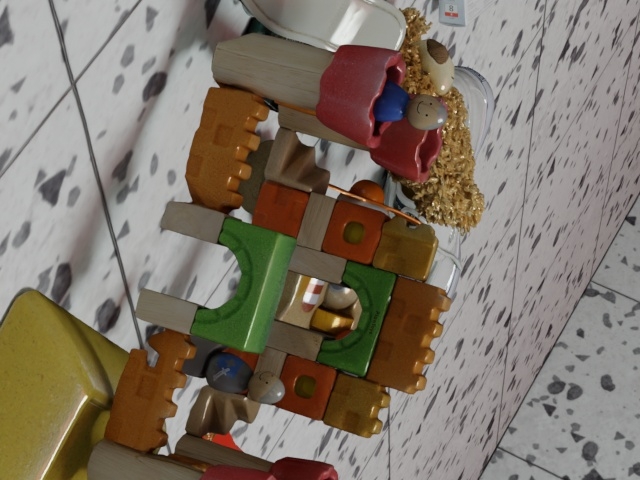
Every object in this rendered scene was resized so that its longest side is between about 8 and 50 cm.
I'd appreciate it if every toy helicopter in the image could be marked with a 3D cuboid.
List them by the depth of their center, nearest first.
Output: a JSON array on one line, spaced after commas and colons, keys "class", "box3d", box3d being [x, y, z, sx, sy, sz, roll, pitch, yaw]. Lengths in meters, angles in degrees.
[{"class": "toy helicopter", "box3d": [0.000, 0.000, 1.862, 0.235, 0.140, 0.355, -52, 147, -18]}]

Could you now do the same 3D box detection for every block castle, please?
[{"class": "block castle", "box3d": [-0.014, 0.058, 1.549, 0.303, 0.212, 0.453, 24, 83, -75]}]

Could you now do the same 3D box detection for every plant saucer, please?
[{"class": "plant saucer", "box3d": [-0.252, 0.238, 1.514, 0.333, 0.081, 0.333, -62, 163, -8]}]

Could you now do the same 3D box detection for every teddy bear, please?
[{"class": "teddy bear", "box3d": [0.121, -0.135, 1.893, 0.338, 0.113, 0.245, 61, 26, -46]}]

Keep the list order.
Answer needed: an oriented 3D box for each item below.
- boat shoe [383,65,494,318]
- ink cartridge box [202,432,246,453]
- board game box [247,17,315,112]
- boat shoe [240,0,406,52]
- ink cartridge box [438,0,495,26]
[{"class": "boat shoe", "box3d": [0.122, -0.037, 2.152, 0.156, 0.135, 0.367, -19, 129, -67]}, {"class": "ink cartridge box", "box3d": [-0.116, 0.334, 1.973, 0.189, 0.066, 0.232, -54, 145, -34]}, {"class": "board game box", "box3d": [-0.023, -0.221, 1.650, 0.186, 0.026, 0.126, -65, 163, -2]}, {"class": "boat shoe", "box3d": [-0.019, -0.230, 1.531, 0.254, 0.079, 0.095, 19, 104, -50]}, {"class": "ink cartridge box", "box3d": [0.186, -0.367, 2.079, 0.145, 0.045, 0.179, -43, 134, -49]}]
